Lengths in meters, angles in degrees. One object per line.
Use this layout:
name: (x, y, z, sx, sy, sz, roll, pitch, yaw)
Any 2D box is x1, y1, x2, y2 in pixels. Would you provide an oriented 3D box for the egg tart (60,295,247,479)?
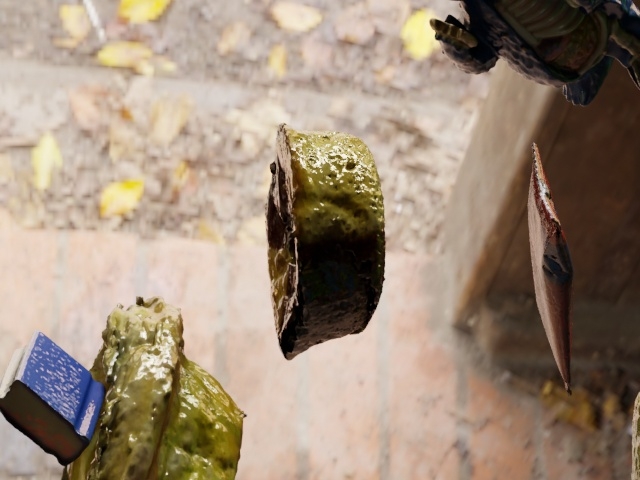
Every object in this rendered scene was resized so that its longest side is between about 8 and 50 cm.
egg tart: (-0.134, 0.183, 1.233, 0.118, 0.288, 0.288, 19, 58, -13)

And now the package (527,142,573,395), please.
package: (0.175, 0.025, 1.325, 0.022, 0.200, 0.083, -12, 45, 1)

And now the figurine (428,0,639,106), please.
figurine: (0.176, -0.200, 1.461, 0.164, 0.262, 0.121, -16, 63, 32)

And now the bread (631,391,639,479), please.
bread: (0.182, 0.087, 0.575, 0.156, 0.110, 0.103, -4, 95, 9)

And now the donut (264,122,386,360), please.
donut: (0.000, 0.000, 1.019, 0.059, 0.140, 0.140, -4, 60, -10)

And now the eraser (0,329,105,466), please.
eraser: (-0.169, 0.099, 1.104, 0.027, 0.084, 0.063, -43, 104, 13)
